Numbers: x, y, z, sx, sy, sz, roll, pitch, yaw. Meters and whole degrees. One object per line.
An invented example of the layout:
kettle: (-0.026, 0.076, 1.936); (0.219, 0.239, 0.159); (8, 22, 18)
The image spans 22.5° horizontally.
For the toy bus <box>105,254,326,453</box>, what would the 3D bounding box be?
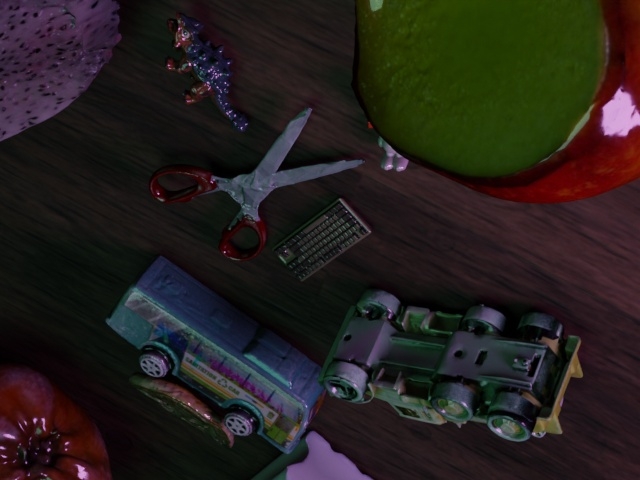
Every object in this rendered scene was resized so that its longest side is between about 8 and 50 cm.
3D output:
toy bus: (-0.113, 0.130, 1.819); (0.262, 0.091, 0.109); (34, 131, -1)

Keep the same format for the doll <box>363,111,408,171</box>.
doll: (0.065, -0.109, 1.526); (0.058, 0.040, 0.085); (20, 136, 1)

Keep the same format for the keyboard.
keyboard: (0.000, 0.000, 1.679); (0.049, 0.015, 0.129); (44, 137, -10)

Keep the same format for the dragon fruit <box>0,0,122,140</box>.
dragon fruit: (-0.331, -0.243, 1.550); (0.221, 0.204, 0.283); (56, 159, 18)

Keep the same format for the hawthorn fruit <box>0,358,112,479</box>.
hawthorn fruit: (-0.397, 0.286, 2.028); (0.284, 0.284, 0.284); (18, 135, 18)

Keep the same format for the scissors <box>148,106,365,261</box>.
scissors: (-0.062, -0.060, 1.651); (0.144, 0.017, 0.248); (41, 138, -20)

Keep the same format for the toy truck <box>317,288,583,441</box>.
toy truck: (0.133, 0.146, 1.652); (0.260, 0.128, 0.135); (10, 146, 25)

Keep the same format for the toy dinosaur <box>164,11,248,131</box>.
toy dinosaur: (-0.111, -0.164, 1.579); (0.055, 0.049, 0.154); (-13, 132, 22)

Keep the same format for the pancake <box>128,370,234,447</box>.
pancake: (-0.161, 0.197, 1.907); (0.158, 0.028, 0.158); (31, 167, 8)

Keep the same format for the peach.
peach: (0.161, -0.144, 1.282); (0.275, 0.248, 0.245); (7, 158, 31)

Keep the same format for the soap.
soap: (-0.031, 0.356, 1.967); (0.160, 0.087, 0.265); (40, 138, -6)
